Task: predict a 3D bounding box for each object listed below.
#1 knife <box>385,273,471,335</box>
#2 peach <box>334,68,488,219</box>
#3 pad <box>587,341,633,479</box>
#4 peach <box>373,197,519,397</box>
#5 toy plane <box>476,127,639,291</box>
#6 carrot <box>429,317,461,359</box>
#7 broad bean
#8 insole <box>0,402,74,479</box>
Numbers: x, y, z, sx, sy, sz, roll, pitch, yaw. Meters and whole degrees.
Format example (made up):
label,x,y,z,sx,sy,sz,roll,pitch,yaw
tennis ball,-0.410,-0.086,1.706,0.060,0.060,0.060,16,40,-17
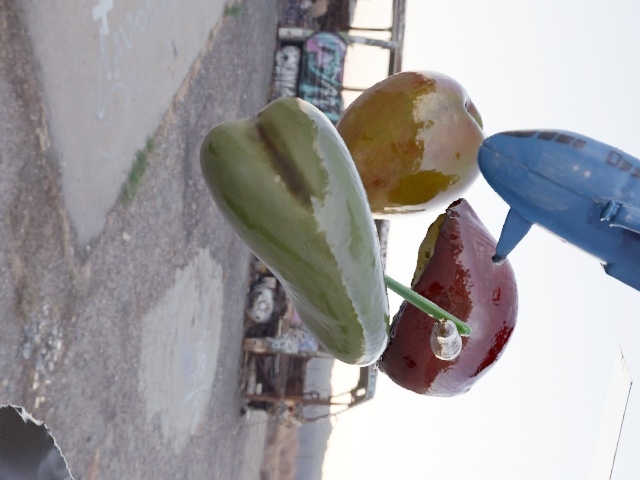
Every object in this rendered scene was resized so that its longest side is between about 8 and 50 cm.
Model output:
label,x,y,z,sx,sy,sz,roll,pitch,yaw
knife,0.083,0.050,0.746,0.015,0.212,0.054,-55,165,-9
peach,0.165,-0.178,1.279,0.308,0.332,0.308,53,16,-22
pad,0.518,0.390,1.170,0.247,0.007,0.368,-18,117,-69
peach,0.241,0.117,1.133,0.258,0.201,0.362,-4,117,-83
toy plane,0.228,0.003,0.421,0.254,0.271,0.105,-31,140,-71
carrot,0.128,0.100,0.659,0.142,0.035,0.035,57,33,-68
broad bean,0.000,0.000,0.578,0.263,0.121,0.189,59,-5,-31
insole,-0.172,0.259,0.450,0.328,0.007,0.111,58,5,20
